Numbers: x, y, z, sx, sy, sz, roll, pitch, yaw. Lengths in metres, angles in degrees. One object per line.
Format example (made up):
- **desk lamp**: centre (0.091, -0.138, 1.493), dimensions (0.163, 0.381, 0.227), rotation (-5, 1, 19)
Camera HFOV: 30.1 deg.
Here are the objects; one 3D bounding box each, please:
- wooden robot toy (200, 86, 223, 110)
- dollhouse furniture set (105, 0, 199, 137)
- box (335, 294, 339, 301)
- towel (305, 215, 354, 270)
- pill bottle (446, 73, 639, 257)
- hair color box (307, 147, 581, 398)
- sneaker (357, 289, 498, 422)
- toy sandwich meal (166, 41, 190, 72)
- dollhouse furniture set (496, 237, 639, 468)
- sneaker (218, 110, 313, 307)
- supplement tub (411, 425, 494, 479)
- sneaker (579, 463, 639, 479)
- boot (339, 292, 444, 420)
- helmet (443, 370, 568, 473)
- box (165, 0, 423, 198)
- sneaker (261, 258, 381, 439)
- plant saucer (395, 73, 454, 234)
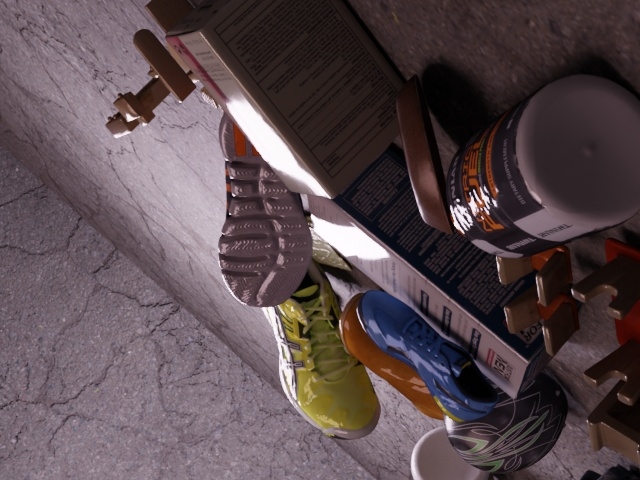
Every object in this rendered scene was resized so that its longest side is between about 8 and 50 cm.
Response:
- **wooden robot toy**: centre (-0.118, -0.159, 1.710), dimensions (0.173, 0.079, 0.076), rotation (42, 165, 10)
- **dollhouse furniture set**: centre (-0.242, -0.243, 1.621), dimensions (0.123, 0.144, 0.151), rotation (51, 149, -20)
- **box**: centre (-0.002, 0.094, 2.190), dimensions (0.083, 0.018, 0.067), rotation (42, 164, 11)
- **towel**: centre (0.000, 0.000, 1.920), dimensions (0.110, 0.027, 0.148), rotation (49, 163, -20)
- **pill bottle**: centre (0.192, -0.054, 1.065), dimensions (0.130, 0.130, 0.246), rotation (46, 165, -2)
- **hair color box**: centre (0.144, 0.027, 1.454), dimensions (0.347, 0.105, 0.174), rotation (40, 167, 17)
- **sneaker**: centre (0.136, 0.131, 1.450), dimensions (0.209, 0.069, 0.082), rotation (46, 148, 1)
- **toy sandwich meal**: centre (-0.185, -0.268, 1.700), dimensions (0.085, 0.029, 0.085), rotation (41, 161, 17)
- **dollhouse furniture set**: centre (0.332, 0.107, 1.204), dimensions (0.262, 0.135, 0.259), rotation (30, 148, 43)
- **sneaker**: centre (-0.070, -0.079, 1.571), dimensions (0.180, 0.125, 0.321), rotation (-91, 4, -59)
- **supplement tub**: centre (0.249, 0.441, 2.204), dimensions (0.144, 0.144, 0.199), rotation (37, 164, 27)
- **sneaker**: centre (0.430, 0.372, 1.623), dimensions (0.121, 0.111, 0.300), rotation (49, 163, 2)
- **boot**: centre (0.166, 0.205, 1.916), dimensions (0.211, 0.104, 0.295), rotation (25, 161, 39)
- **helmet**: centre (0.256, 0.243, 1.658), dimensions (0.169, 0.169, 0.161), rotation (49, -179, -16)
- **box**: centre (-0.029, -0.180, 1.281), dimensions (0.232, 0.148, 0.127), rotation (51, 165, -21)
- **sneaker**: centre (-0.019, 0.160, 2.004), dimensions (0.384, 0.145, 0.147), rotation (61, 167, 22)
- **plant saucer**: centre (0.105, -0.085, 1.216), dimensions (0.168, 0.029, 0.168), rotation (-14, -90, -80)
